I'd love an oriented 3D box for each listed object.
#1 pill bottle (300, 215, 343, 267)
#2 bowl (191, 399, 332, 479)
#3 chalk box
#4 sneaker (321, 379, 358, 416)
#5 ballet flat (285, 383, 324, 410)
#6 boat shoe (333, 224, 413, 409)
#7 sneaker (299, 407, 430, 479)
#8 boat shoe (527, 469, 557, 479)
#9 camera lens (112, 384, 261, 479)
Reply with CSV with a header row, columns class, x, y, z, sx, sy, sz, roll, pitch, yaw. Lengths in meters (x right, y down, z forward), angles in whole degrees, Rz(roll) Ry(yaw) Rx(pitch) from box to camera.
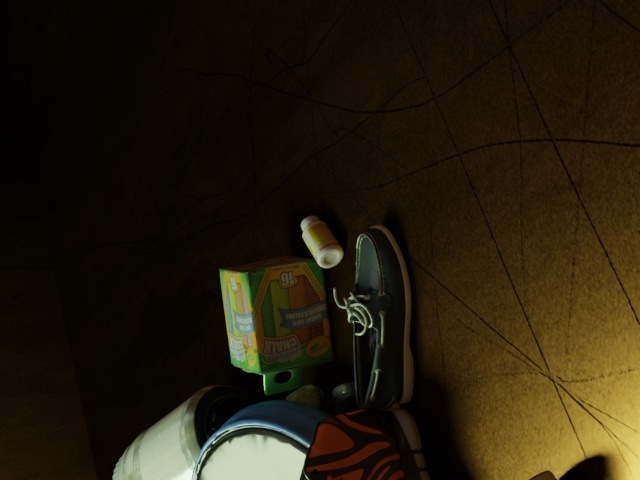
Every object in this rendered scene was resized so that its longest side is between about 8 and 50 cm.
class,x,y,z,sx,sy,sz,roll,pitch,yaw
pill bottle,0.000,0.000,1.741,0.083,0.043,0.043,59,147,39
bowl,-0.047,0.442,1.762,0.391,0.077,0.391,10,107,36
chalk box,-0.068,0.140,1.832,0.132,0.132,0.213,2,101,65
sneaker,0.042,0.277,1.746,0.170,0.051,0.089,120,135,-60
ballet flat,-0.024,0.339,1.883,0.073,0.067,0.206,0,98,65
boat shoe,0.072,0.108,1.582,0.095,0.079,0.254,-161,64,-63
sneaker,0.062,0.369,1.520,0.124,0.180,0.321,105,156,-43
boat shoe,0.236,0.377,1.319,0.096,0.098,0.277,48,144,37
camera lens,-0.214,0.401,2.051,0.274,0.219,0.219,-38,61,34
